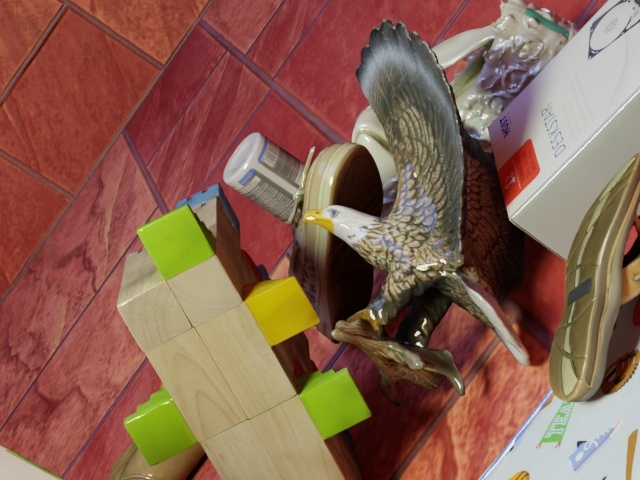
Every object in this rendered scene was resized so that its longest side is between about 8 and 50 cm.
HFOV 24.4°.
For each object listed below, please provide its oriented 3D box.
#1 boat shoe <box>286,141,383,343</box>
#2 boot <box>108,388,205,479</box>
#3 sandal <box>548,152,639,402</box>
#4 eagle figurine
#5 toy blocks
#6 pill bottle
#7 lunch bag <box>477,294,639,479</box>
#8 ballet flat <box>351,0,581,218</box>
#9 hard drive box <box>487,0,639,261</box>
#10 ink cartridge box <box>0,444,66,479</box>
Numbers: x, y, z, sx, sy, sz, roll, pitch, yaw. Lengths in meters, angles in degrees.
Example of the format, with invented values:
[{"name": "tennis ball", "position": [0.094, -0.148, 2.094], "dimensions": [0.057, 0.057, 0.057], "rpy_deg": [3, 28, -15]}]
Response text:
[{"name": "boat shoe", "position": [0.000, 0.000, 1.516], "dimensions": [0.104, 0.089, 0.285], "rpy_deg": [-47, -24, -33]}, {"name": "boot", "position": [-0.187, 0.316, 1.687], "dimensions": [0.236, 0.089, 0.269], "rpy_deg": [-57, 17, 30]}, {"name": "sandal", "position": [0.199, 0.028, 1.001], "dimensions": [0.072, 0.049, 0.180], "rpy_deg": [137, 150, -67]}, {"name": "eagle figurine", "position": [0.095, -0.022, 1.337], "dimensions": [0.226, 0.225, 0.298], "rpy_deg": [-27, 39, 67]}, {"name": "toy blocks", "position": [-0.070, 0.115, 1.385], "dimensions": [0.191, 0.381, 0.261], "rpy_deg": [-27, 16, 5]}, {"name": "pill bottle", "position": [-0.048, -0.070, 1.872], "dimensions": [0.078, 0.137, 0.078], "rpy_deg": [-45, 23, 25]}, {"name": "lunch bag", "position": [0.217, 0.146, 0.971], "dimensions": [0.303, 0.115, 0.243], "rpy_deg": [-52, 15, 9]}, {"name": "ballet flat", "position": [0.119, -0.125, 1.586], "dimensions": [0.409, 0.147, 0.147], "rpy_deg": [-41, 25, 38]}, {"name": "hard drive box", "position": [0.264, -0.116, 1.299], "dimensions": [0.232, 0.089, 0.181], "rpy_deg": [-48, 21, 23]}, {"name": "ink cartridge box", "position": [-0.312, 0.263, 1.132], "dimensions": [0.273, 0.198, 0.114], "rpy_deg": [-42, 25, 37]}]
